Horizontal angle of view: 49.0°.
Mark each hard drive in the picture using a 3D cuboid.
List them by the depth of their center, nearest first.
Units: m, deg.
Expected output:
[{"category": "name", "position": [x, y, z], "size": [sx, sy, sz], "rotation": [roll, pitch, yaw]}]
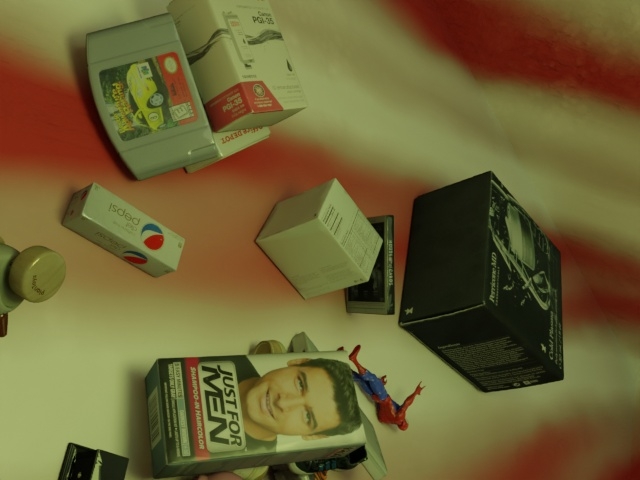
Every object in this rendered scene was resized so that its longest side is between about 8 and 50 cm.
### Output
[{"category": "hard drive", "position": [0.040, 0.368, 1.577], "size": [0.308, 0.040, 0.203], "rotation": [55, 5, -19]}]

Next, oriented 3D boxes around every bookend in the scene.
[{"category": "bookend", "position": [-0.336, 0.390, 1.075], "size": [0.072, 0.157, 0.156], "rotation": [35, 50, -38]}]

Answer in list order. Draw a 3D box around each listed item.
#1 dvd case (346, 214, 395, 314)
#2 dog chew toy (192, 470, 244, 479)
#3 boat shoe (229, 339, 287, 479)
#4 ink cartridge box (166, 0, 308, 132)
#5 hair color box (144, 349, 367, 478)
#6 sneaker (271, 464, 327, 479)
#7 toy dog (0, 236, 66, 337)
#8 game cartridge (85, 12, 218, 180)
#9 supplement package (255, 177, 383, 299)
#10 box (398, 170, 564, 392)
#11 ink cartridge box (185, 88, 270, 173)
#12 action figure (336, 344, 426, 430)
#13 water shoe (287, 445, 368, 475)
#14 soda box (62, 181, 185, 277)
[{"category": "dvd case", "position": [0.123, 0.062, 1.744], "size": [0.029, 0.179, 0.239], "rotation": [2, 86, -31]}, {"category": "dog chew toy", "position": [-0.111, 0.548, 1.262], "size": [0.332, 0.206, 0.207], "rotation": [45, 41, -7]}, {"category": "boat shoe", "position": [-0.139, 0.323, 1.398], "size": [0.098, 0.109, 0.302], "rotation": [34, 49, -30]}, {"category": "ink cartridge box", "position": [-0.170, -0.382, 1.464], "size": [0.207, 0.117, 0.283], "rotation": [-22, 91, -54]}, {"category": "hair color box", "position": [-0.117, 0.311, 1.284], "size": [0.374, 0.114, 0.186], "rotation": [2, 60, -27]}, {"category": "sneaker", "position": [-0.003, 0.507, 1.472], "size": [0.180, 0.124, 0.321], "rotation": [3, 72, -50]}, {"category": "toy dog", "position": [-0.526, 0.086, 0.971], "size": [0.333, 0.220, 0.161], "rotation": [-4, 109, -45]}, {"category": "game cartridge", "position": [-0.336, -0.275, 1.364], "size": [0.196, 0.060, 0.294], "rotation": [-20, 97, -11]}, {"category": "supplement package", "position": [0.000, 0.000, 1.639], "size": [0.203, 0.194, 0.149], "rotation": [51, 40, -25]}, {"category": "box", "position": [0.506, 0.138, 2.146], "size": [0.471, 0.297, 0.480], "rotation": [39, 47, -33]}, {"category": "ink cartridge box", "position": [-0.253, -0.307, 1.519], "size": [0.197, 0.114, 0.273], "rotation": [-37, 103, -52]}, {"category": "action figure", "position": [0.159, 0.354, 1.769], "size": [0.280, 0.091, 0.139], "rotation": [56, 50, -18]}, {"category": "water shoe", "position": [0.014, 0.420, 1.397], "size": [0.203, 0.080, 0.073], "rotation": [17, 50, -49]}, {"category": "soda box", "position": [-0.359, -0.014, 1.297], "size": [0.216, 0.069, 0.074], "rotation": [36, 49, -36]}]
